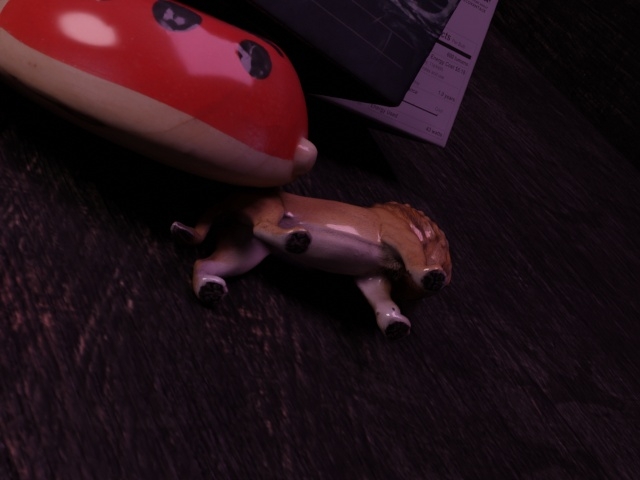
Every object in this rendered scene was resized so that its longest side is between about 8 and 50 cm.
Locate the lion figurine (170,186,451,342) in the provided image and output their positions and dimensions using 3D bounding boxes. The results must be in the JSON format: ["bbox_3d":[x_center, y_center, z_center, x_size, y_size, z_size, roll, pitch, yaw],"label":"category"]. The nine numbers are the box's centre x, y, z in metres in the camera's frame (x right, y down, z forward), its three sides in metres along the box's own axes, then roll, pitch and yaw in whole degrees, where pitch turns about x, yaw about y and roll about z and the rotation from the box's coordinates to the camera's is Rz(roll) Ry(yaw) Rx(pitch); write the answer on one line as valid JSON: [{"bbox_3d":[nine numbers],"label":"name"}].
[{"bbox_3d":[0.000,0.000,1.211,0.392,0.142,0.240,21,21,-22],"label":"lion figurine"}]

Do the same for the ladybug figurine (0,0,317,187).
[{"bbox_3d":[-0.196,-0.205,1.189,0.449,0.162,0.305,26,15,6],"label":"ladybug figurine"}]

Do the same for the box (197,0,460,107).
[{"bbox_3d":[-0.024,-0.489,1.254,0.479,0.472,0.297,31,-3,-27],"label":"box"}]

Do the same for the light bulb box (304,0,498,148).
[{"bbox_3d":[0.071,-0.379,1.638,0.357,0.361,0.225,17,5,-38],"label":"light bulb box"}]
